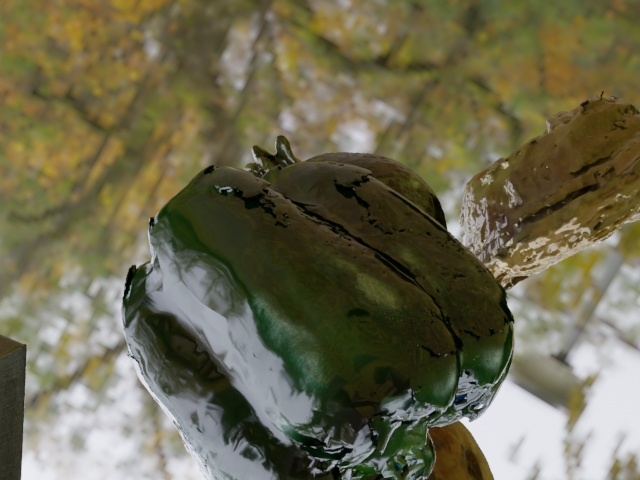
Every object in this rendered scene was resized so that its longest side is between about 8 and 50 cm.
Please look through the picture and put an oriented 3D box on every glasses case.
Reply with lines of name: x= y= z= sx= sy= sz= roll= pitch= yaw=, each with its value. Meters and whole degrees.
glasses case: x=-0.283 y=0.171 z=1.635 sx=0.071 sy=0.205 sz=0.047 roll=20 pitch=-152 yaw=27

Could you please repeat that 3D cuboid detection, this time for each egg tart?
egg tart: x=0.270 y=-0.058 z=2.179 sx=0.150 sy=0.352 sz=0.352 roll=59 pitch=-165 yaw=4

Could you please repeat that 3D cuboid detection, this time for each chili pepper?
chili pepper: x=-0.009 y=0.074 z=1.409 sx=0.256 sy=0.248 sz=0.233 roll=43 pitch=-170 yaw=24

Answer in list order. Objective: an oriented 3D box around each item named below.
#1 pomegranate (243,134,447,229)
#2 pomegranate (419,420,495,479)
pomegranate: x=0.003 y=0.015 z=1.897 sx=0.276 sy=0.222 sz=0.204 roll=3 pitch=-113 yaw=-67
pomegranate: x=0.068 y=0.262 z=2.013 sx=0.215 sy=0.215 sz=0.215 roll=28 pitch=-168 yaw=-6
